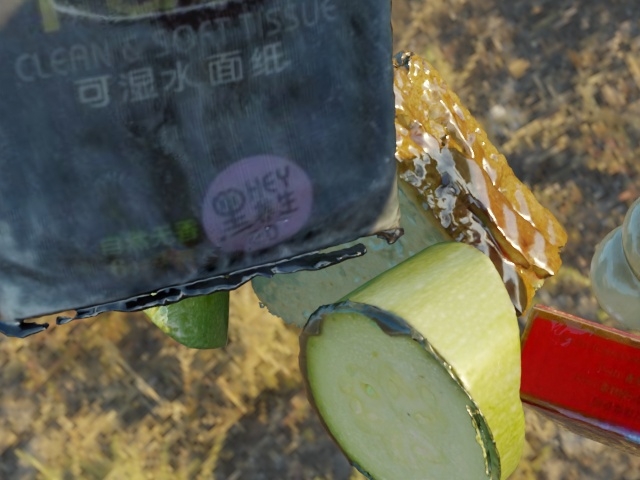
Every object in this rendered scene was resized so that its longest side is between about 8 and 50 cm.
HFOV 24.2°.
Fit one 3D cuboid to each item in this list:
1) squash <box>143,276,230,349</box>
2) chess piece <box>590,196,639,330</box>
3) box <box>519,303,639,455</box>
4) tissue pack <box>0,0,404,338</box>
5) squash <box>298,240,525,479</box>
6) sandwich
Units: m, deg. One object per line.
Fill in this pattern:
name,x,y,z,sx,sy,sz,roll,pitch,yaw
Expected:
squash,-0.188,-0.020,1.568,0.189,0.189,0.260,1,90,41
chess piece,0.392,-0.010,1.594,0.299,0.167,0.167,-52,15,52
box,0.330,0.155,1.228,0.313,0.197,0.089,17,81,30
tissue pack,-0.091,-0.143,0.821,0.259,0.361,0.122,-12,35,-14
squash,0.094,0.125,1.261,0.133,0.220,0.220,-25,25,-36
sandwich,0.058,-0.009,1.497,0.325,0.262,0.131,-32,13,49
